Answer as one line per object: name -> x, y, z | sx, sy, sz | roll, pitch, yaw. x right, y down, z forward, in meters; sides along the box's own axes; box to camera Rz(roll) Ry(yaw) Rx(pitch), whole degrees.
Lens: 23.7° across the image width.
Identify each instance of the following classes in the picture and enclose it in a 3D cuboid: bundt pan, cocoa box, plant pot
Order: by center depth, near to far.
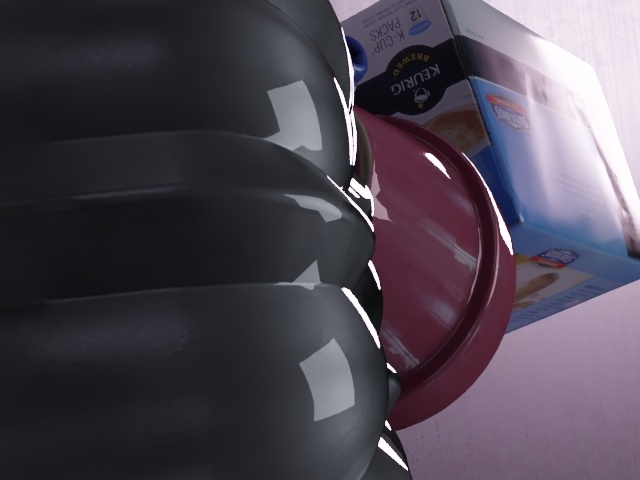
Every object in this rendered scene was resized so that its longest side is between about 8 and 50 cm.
bundt pan -> -0.036, 0.037, 0.506 | 0.331, 0.124, 0.331 | -8, 90, -87
plant pot -> 0.000, 0.000, 0.908 | 0.180, 0.201, 0.201 | 43, 36, -60
cocoa box -> 0.119, -0.050, 1.360 | 0.347, 0.231, 0.228 | 13, 56, -58

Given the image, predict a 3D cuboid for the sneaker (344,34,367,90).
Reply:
sneaker -> -0.025, -0.093, 1.125 | 0.296, 0.131, 0.112 | 81, 0, -47
